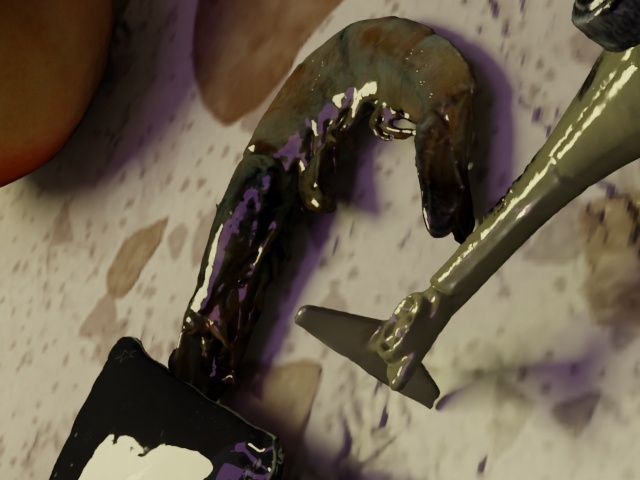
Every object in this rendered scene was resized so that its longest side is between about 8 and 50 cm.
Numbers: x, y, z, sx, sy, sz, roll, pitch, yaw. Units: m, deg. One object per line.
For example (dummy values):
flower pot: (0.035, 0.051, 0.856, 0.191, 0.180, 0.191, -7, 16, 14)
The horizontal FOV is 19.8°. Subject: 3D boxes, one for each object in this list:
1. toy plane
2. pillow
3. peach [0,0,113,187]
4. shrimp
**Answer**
toy plane: (0.099, -0.045, 0.590, 0.286, 0.092, 0.108, -50, 17, 21)
pillow: (-0.084, 0.153, 0.732, 0.141, 0.055, 0.208, 25, 95, 53)
peach: (-0.192, -0.109, 0.923, 0.184, 0.184, 0.184, -29, 49, 41)
shrimp: (0.003, 0.001, 0.731, 0.148, 0.035, 0.195, 23, 88, 53)
